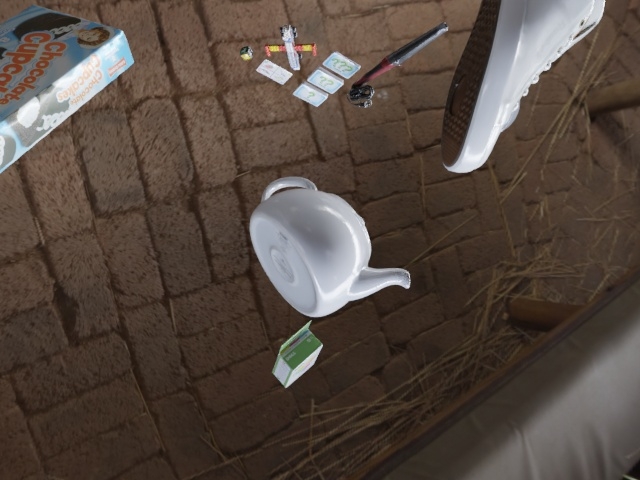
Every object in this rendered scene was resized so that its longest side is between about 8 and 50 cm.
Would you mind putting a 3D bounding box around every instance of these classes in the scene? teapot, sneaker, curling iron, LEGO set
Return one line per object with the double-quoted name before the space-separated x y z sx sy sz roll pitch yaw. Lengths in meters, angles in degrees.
"teapot" 0.000 0.000 0.852 0.187 0.253 0.255 -32 104 -26
"sneaker" 0.218 -0.199 0.469 0.123 0.106 0.290 17 97 -7
"curling iron" 0.163 -0.379 1.005 0.035 0.274 0.068 -28 89 -48
"LEGO set" -0.057 -0.396 1.065 0.244 0.182 0.060 20 64 -30

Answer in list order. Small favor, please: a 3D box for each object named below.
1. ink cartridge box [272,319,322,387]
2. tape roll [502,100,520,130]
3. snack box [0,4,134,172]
"ink cartridge box" -0.059 0.306 1.224 0.109 0.209 0.062 -35 70 -31
"tape roll" 0.538 -0.450 1.523 0.072 0.219 0.219 -31 104 -44
"snack box" -0.444 -0.211 0.645 0.187 0.060 0.321 21 57 15
